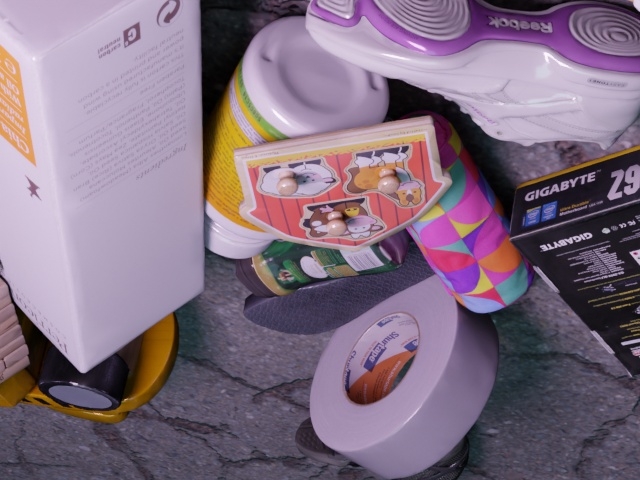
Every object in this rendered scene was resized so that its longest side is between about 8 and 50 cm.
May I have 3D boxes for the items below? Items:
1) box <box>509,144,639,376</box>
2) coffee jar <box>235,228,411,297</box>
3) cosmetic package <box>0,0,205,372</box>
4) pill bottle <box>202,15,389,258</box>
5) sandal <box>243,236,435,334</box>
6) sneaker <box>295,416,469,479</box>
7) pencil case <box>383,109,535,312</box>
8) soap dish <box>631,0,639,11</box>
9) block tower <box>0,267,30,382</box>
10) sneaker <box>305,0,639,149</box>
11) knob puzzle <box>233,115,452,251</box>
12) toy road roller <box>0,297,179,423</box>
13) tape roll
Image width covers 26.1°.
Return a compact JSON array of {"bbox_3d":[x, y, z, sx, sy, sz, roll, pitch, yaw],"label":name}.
[{"bbox_3d":[0.383,0.006,1.331,0.322,0.079,0.257,-19,133,36],"label":"box"},{"bbox_3d":[0.000,0.000,1.434,0.184,0.096,0.079,-14,134,33],"label":"coffee jar"},{"bbox_3d":[-0.234,-0.107,1.227,0.230,0.161,0.453,42,152,24],"label":"cosmetic package"},{"bbox_3d":[-0.045,-0.085,1.295,0.136,0.136,0.246,22,143,-12],"label":"pill bottle"},{"bbox_3d":[0.029,0.040,1.528,0.254,0.054,0.097,-23,139,27],"label":"sandal"},{"bbox_3d":[0.084,0.281,1.799,0.227,0.087,0.130,-3,135,13],"label":"sneaker"},{"bbox_3d":[0.126,-0.026,1.358,0.104,0.104,0.236,-11,137,30],"label":"pencil case"},{"bbox_3d":[0.389,-0.219,0.993,0.290,0.118,0.229,19,144,-10],"label":"soap dish"},{"bbox_3d":[-0.364,0.028,1.323,0.091,0.097,0.335,40,150,29],"label":"block tower"},{"bbox_3d":[0.133,-0.141,1.182,0.305,0.114,0.152,12,143,1],"label":"sneaker"},{"bbox_3d":[0.023,-0.033,1.230,0.213,0.030,0.213,-6,151,-3],"label":"knob puzzle"},{"bbox_3d":[-0.328,0.109,1.607,0.329,0.203,0.240,6,155,9],"label":"toy road roller"},{"bbox_3d":[0.089,0.144,1.497,0.072,0.219,0.219,35,139,-28],"label":"tape roll"}]
